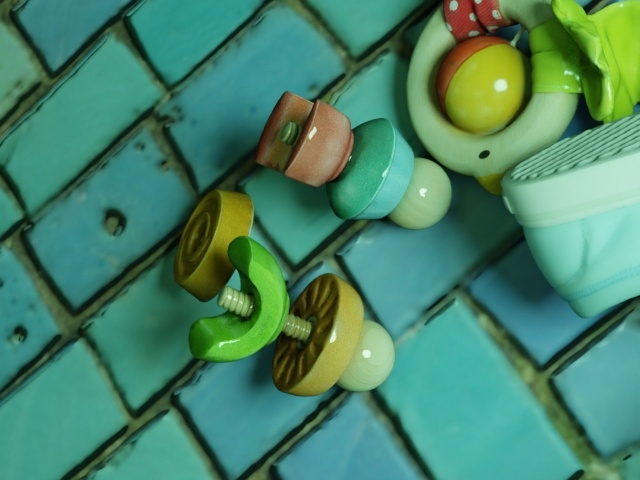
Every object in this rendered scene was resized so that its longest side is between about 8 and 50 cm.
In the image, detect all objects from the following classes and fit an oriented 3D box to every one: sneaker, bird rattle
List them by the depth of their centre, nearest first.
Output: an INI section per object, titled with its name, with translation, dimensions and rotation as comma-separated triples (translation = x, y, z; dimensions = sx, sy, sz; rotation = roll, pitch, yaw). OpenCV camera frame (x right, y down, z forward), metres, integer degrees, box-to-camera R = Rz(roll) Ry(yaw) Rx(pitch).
[sneaker]
translation = 0.307, -0.029, 0.815
dimensions = 0.366, 0.135, 0.150
rotation = -13, 110, 40
[bird rattle]
translation = 0.141, -0.155, 0.986
dimensions = 0.253, 0.143, 0.207
rotation = 44, 111, 29

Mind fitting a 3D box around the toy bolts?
[toy bolts]
translation = 0.000, 0.000, 1.021
dimensions = 0.228, 0.158, 0.218
rotation = -63, 23, 7
